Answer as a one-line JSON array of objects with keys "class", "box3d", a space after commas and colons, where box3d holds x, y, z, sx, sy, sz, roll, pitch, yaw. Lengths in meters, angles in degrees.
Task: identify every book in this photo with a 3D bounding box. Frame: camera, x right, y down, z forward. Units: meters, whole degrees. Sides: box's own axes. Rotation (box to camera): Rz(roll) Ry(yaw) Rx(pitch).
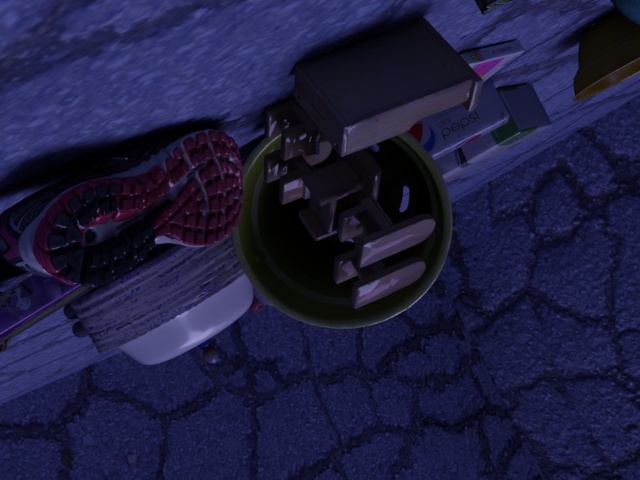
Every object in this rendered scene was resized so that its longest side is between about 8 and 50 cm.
[{"class": "book", "box3d": [0.207, -0.233, 1.456, 0.144, 0.035, 0.096, -21, 170, -47]}]

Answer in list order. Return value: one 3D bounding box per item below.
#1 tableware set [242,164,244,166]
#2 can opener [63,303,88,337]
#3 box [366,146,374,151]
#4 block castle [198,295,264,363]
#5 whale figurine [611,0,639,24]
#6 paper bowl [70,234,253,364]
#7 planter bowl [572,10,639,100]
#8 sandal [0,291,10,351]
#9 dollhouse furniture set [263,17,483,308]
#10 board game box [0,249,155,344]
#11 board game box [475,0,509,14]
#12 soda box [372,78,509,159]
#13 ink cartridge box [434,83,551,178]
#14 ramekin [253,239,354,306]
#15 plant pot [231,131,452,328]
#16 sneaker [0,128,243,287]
[{"class": "tableware set", "box3d": [-0.128, -0.074, 1.464, 0.104, 0.024, 0.154, -30, 174, 2]}, {"class": "can opener", "box3d": [-0.318, 0.088, 1.859, 0.280, 0.074, 0.093, -27, 176, 12]}, {"class": "box", "box3d": [0.031, -0.094, 1.639, 0.137, 0.094, 0.027, -29, 174, 28]}, {"class": "block castle", "box3d": [-0.075, 0.077, 2.193, 0.303, 0.213, 0.453, -30, 173, 37]}, {"class": "whale figurine", "box3d": [0.427, -0.312, 1.105, 0.272, 0.141, 0.216, -26, 175, -10]}, {"class": "paper bowl", "box3d": [-0.214, 0.078, 1.575, 0.284, 0.148, 0.284, -29, -174, 4]}, {"class": "planter bowl", "box3d": [0.481, -0.312, 1.683, 0.217, 0.090, 0.217, -26, 176, -2]}, {"class": "sandal", "box3d": [-0.454, 0.108, 1.497, 0.049, 0.072, 0.180, -49, -175, -36]}, {"class": "dollhouse furniture set", "box3d": [0.060, -0.095, 1.147, 0.161, 0.212, 0.242, -23, 147, -21]}, {"class": "board game box", "box3d": [-0.345, 0.067, 1.334, 0.347, 0.056, 0.208, -33, 177, -23]}, {"class": "board game box", "box3d": [0.203, -0.278, 0.979, 0.136, 0.030, 0.260, -29, 175, 9]}, {"class": "soda box", "box3d": [0.193, -0.177, 1.714, 0.216, 0.074, 0.069, -27, 175, 6]}, {"class": "ink cartridge box", "box3d": [0.288, -0.191, 1.941, 0.219, 0.092, 0.160, -29, 174, 33]}, {"class": "ramekin", "box3d": [0.000, 0.000, 1.792, 0.273, 0.127, 0.273, -12, -158, 5]}, {"class": "plant pot", "box3d": [0.039, -0.046, 1.420, 0.276, 0.276, 0.254, -27, -174, 11]}, {"class": "sneaker", "box3d": [-0.187, -0.044, 1.062, 0.112, 0.121, 0.299, 7, -162, 36]}]
